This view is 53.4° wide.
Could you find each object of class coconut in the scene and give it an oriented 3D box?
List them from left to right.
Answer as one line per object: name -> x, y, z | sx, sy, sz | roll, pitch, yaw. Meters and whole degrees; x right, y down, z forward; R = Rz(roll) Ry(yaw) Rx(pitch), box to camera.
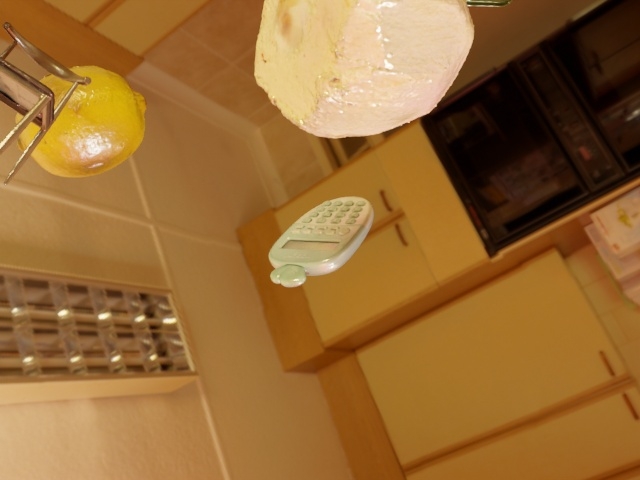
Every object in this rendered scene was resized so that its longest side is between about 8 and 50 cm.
coconut -> 0.064, -0.296, 0.887 | 0.255, 0.297, 0.297 | -5, -117, -38

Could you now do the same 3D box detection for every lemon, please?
lemon -> -0.550, -0.275, 1.476 | 0.260, 0.284, 0.260 | 47, -179, -1

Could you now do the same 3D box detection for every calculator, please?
calculator -> 0.000, 0.000, 1.273 | 0.295, 0.184, 0.042 | -50, -50, -40

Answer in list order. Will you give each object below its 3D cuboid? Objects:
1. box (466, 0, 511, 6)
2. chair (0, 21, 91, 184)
box -> 0.376, -0.686, 1.405 | 0.177, 0.253, 0.328 | -120, 29, -62
chair -> -0.570, -0.275, 1.165 | 0.188, 0.166, 0.272 | 34, -114, -10
